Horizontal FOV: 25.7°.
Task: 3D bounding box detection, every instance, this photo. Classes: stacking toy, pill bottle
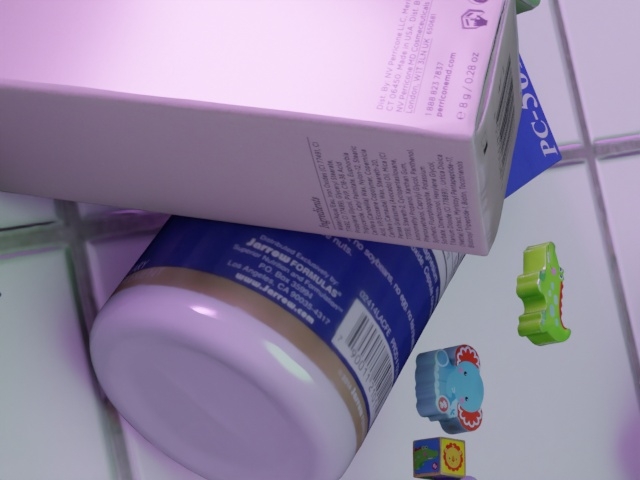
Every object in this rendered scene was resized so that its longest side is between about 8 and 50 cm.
[{"bbox_3d":[0.080,0.124,0.827,0.052,0.167,0.221,15,70,-41],"label":"stacking toy"},{"bbox_3d":[0.000,0.000,0.790,0.153,0.153,0.264,51,50,-23],"label":"pill bottle"}]

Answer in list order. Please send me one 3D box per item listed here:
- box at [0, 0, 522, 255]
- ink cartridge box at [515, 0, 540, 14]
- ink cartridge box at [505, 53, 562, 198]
[{"bbox_3d":[-0.047,-0.071,0.672,0.113,0.275,0.094,74,28,-60],"label":"box"},{"bbox_3d":[0.008,-0.205,0.810,0.219,0.160,0.092,27,73,-26],"label":"ink cartridge box"},{"bbox_3d":[0.091,-0.130,0.983,0.097,0.046,0.207,-33,103,-42],"label":"ink cartridge box"}]
